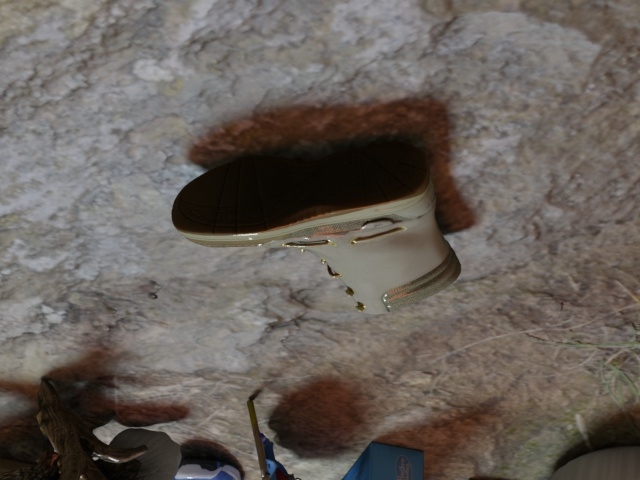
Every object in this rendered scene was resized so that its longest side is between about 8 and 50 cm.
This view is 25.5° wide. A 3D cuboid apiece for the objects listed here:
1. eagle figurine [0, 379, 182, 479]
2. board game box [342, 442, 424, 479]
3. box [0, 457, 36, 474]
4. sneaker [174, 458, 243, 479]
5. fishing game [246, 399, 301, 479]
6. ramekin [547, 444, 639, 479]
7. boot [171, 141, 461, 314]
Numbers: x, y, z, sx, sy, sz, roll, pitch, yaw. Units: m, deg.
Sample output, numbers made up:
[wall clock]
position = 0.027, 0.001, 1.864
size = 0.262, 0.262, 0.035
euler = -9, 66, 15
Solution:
[eagle figurine]
position = -0.309, 0.299, 1.508
size = 0.225, 0.226, 0.298
euler = 30, 121, 8
[board game box]
position = 0.031, 0.404, 1.604
size = 0.064, 0.242, 0.316
euler = 13, 144, -12
[box]
position = -0.405, 0.297, 1.694
size = 0.201, 0.021, 0.164
euler = 16, 144, -15
[sneaker]
position = -0.129, 0.318, 1.637
size = 0.080, 0.081, 0.211
euler = 0, 144, 9
[fishing game]
position = -0.023, 0.296, 1.494
size = 0.041, 0.189, 0.264
euler = -18, 117, 0
[ramekin]
position = 0.341, 0.337, 1.517
size = 0.273, 0.127, 0.273
euler = 6, 130, 8
[boot]
position = 0.000, 0.000, 1.159
size = 0.213, 0.077, 0.165
euler = -8, 146, 13
